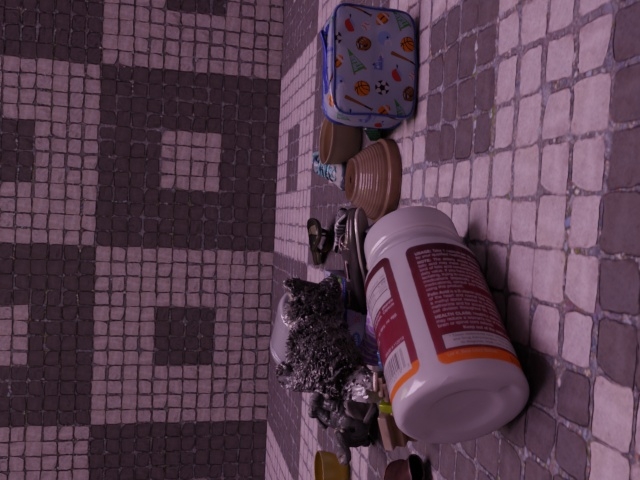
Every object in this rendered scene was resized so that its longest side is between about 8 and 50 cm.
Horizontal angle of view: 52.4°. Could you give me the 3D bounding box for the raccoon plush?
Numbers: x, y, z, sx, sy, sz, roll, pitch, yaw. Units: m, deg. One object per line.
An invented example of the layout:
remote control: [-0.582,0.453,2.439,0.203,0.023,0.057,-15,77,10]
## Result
raccoon plush: [0.052,0.231,1.646,0.446,0.216,0.299,-8,80,52]

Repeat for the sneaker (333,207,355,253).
sneaker: [0.078,-0.066,2.082,0.229,0.086,0.132,109,162,-55]

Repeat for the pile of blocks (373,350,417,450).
pile of blocks: [0.193,0.268,1.402,0.149,0.112,0.363,6,-98,-60]

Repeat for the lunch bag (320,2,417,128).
lunch bag: [0.113,-0.435,1.614,0.115,0.243,0.304,154,117,-75]

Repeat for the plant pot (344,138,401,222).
plant pot: [0.133,-0.165,1.789,0.237,0.109,0.238,-177,90,-77]

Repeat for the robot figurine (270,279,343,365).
robot figurine: [-0.046,0.280,2.006,0.300,0.199,0.354,-73,-2,-48]

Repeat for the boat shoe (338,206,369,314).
boat shoe: [0.087,0.064,1.748,0.112,0.095,0.335,-62,-32,-51]

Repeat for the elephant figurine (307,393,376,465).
elephant figurine: [0.085,0.519,1.833,0.239,0.186,0.169,37,165,44]

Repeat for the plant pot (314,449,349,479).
plant pot: [0.039,0.744,2.093,0.134,0.095,0.134,-178,90,-77]

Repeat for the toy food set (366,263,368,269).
toy food set: [0.132,0.127,1.577,0.132,0.038,0.192,115,146,-64]

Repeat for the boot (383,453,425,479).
boot: [0.185,0.620,1.468,0.207,0.090,0.249,111,161,-61]

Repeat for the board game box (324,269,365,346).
board game box: [0.070,0.266,2.098,0.318,0.065,0.319,-168,81,-77]

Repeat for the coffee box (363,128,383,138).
coffee box: [0.147,-0.338,1.767,0.184,0.040,0.113,10,-98,-80]

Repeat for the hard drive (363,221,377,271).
hard drive: [0.175,0.054,1.578,0.254,0.054,0.172,-148,49,-67]

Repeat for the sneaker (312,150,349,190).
sneaker: [0.035,-0.235,2.205,0.283,0.122,0.110,-117,32,-65]

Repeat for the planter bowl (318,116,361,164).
planter bowl: [0.067,-0.320,2.103,0.162,0.109,0.162,-175,90,-76]

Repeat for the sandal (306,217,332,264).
sandal: [0.000,-0.001,2.444,0.303,0.086,0.120,84,177,-69]

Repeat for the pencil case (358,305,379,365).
pencil case: [0.147,0.231,1.703,0.086,0.088,0.206,-69,-12,-60]

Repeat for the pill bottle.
pill bottle: [0.202,0.136,1.167,0.392,0.223,0.224,-100,17,-44]
